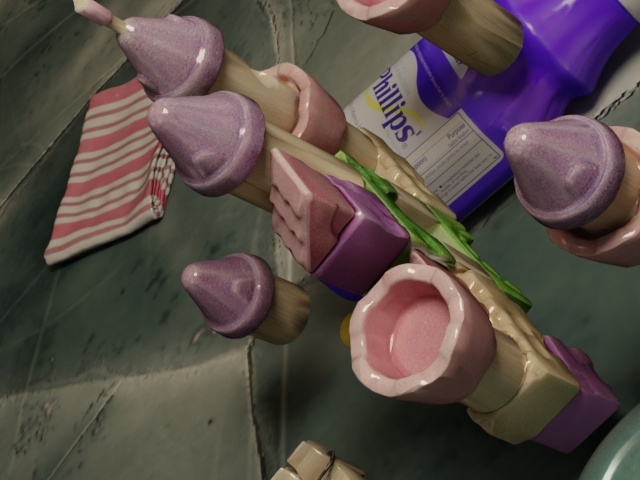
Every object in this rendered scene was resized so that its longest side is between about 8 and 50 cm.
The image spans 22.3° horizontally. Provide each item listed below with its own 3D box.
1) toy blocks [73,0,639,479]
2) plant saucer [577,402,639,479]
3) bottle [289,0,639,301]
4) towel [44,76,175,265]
[{"bbox_3d":[0.000,0.000,0.850,0.309,0.260,0.288,-50,47,14],"label":"toy blocks"},{"bbox_3d":[0.185,0.132,0.791,0.195,0.037,0.195,-31,38,28],"label":"plant saucer"},{"bbox_3d":[0.093,-0.085,1.061,0.283,0.092,0.118,-41,34,16],"label":"bottle"},{"bbox_3d":[-0.178,-0.076,1.445,0.144,0.029,0.197,-24,42,37],"label":"towel"}]
